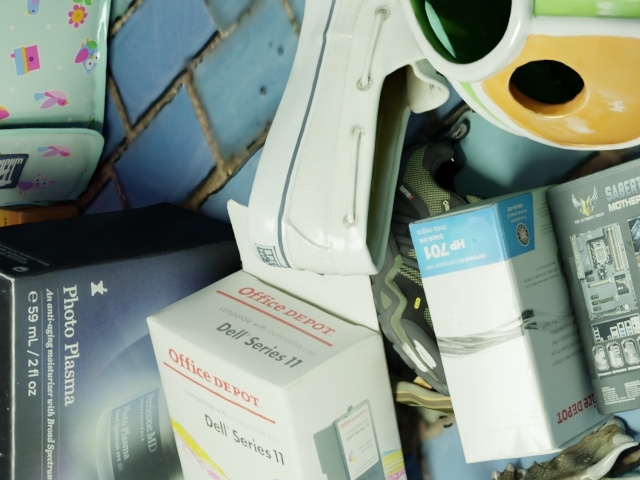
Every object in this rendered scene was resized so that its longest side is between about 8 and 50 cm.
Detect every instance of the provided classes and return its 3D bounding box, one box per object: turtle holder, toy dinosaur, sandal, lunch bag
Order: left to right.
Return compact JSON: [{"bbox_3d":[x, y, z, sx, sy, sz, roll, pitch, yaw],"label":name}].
[{"bbox_3d":[-0.343,-0.154,2.057,0.160,0.223,0.262,32,122,52],"label":"lunch bag"},{"bbox_3d":[0.114,0.124,1.679,0.180,0.072,0.049,7,81,55],"label":"sandal"},{"bbox_3d":[0.160,0.282,1.603,0.160,0.121,0.314,34,120,59],"label":"toy dinosaur"},{"bbox_3d":[0.172,-0.221,1.395,0.243,0.227,0.320,-2,96,52],"label":"turtle holder"}]

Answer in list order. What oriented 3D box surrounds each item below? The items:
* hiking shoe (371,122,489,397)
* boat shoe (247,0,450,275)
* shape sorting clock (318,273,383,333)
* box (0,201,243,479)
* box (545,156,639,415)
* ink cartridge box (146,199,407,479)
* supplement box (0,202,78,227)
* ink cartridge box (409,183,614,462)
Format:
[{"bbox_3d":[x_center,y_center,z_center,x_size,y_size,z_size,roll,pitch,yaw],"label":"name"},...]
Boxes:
[{"bbox_3d":[0.102,0.014,1.625,0.114,0.086,0.227,-24,68,23],"label":"hiking shoe"},{"bbox_3d":[0.064,-0.144,1.592,0.156,0.136,0.367,11,76,23],"label":"boat shoe"},{"bbox_3d":[0.000,0.000,1.741,0.206,0.040,0.206,158,90,-78],"label":"shape sorting clock"},{"bbox_3d":[-0.217,0.135,1.902,0.182,0.294,0.296,18,111,46],"label":"box"},{"bbox_3d":[0.278,0.021,1.447,0.232,0.059,0.183,-20,82,52],"label":"box"},{"bbox_3d":[-0.035,0.161,1.747,0.207,0.119,0.353,22,131,48],"label":"ink cartridge box"},{"bbox_3d":[-0.360,-0.007,2.228,0.233,0.080,0.078,8,102,54],"label":"supplement box"},{"bbox_3d":[0.151,0.062,1.528,0.082,0.139,0.191,-11,92,29],"label":"ink cartridge box"}]
